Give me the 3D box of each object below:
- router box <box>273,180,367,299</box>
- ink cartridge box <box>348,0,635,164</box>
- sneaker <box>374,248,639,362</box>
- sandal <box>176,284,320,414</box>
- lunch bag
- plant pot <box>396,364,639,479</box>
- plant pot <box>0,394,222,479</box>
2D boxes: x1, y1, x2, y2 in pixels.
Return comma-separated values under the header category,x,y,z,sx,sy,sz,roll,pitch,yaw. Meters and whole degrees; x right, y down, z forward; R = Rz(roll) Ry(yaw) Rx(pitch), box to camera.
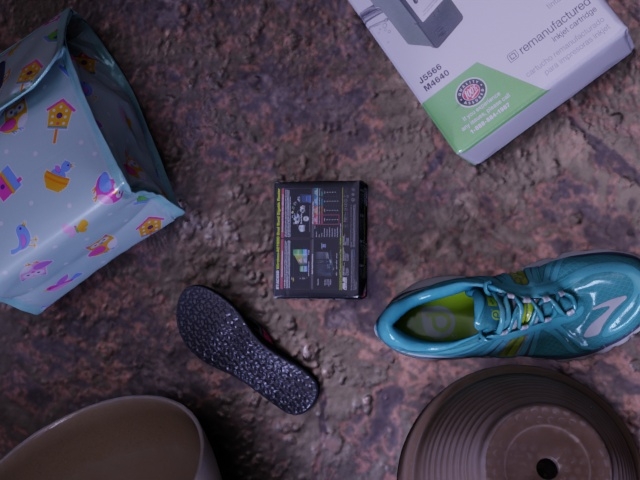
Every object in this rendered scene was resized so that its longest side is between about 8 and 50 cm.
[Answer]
category,x,y,z,sx,sy,sz,roll,pitch,yaw
router box,0.000,0.000,1.470,0.092,0.038,0.122,0,87,16
ink cartridge box,0.144,-0.242,1.399,0.198,0.115,0.273,-37,79,12
sneaker,0.186,0.072,1.377,0.275,0.110,0.107,-11,84,15
sandal,-0.077,0.114,1.493,0.179,0.040,0.067,39,104,-1
lunch bag,-0.299,-0.092,1.502,0.223,0.160,0.262,-32,68,16
plant pot,0.194,0.221,1.319,0.237,0.110,0.237,2,70,-5
plant pot,-0.202,0.318,1.421,0.284,0.284,0.191,-20,120,14
